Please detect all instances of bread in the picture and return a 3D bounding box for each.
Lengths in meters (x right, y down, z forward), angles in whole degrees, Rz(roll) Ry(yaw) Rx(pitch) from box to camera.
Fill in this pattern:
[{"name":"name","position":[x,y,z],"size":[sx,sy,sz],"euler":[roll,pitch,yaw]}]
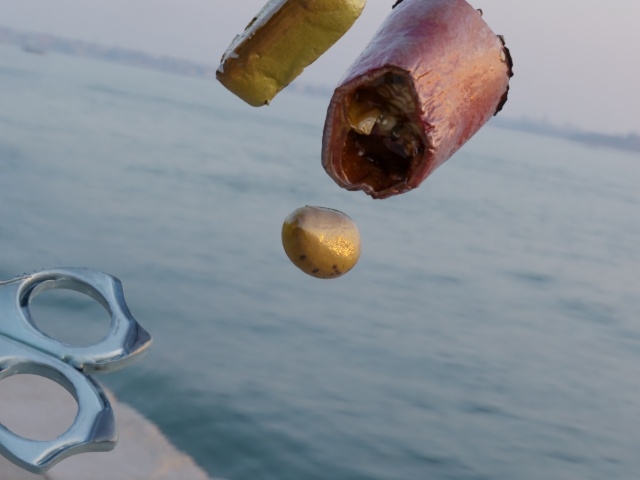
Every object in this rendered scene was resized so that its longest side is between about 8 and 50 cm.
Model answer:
[{"name":"bread","position":[-0.044,-0.290,1.864],"size":[0.094,0.245,0.102],"euler":[36,29,-26]}]

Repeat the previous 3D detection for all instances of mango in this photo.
[{"name":"mango","position":[0.000,0.000,1.469],"size":[0.057,0.079,0.114],"euler":[13,-12,41]}]

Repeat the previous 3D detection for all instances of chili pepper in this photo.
[{"name":"chili pepper","position":[0.150,-0.219,2.077],"size":[0.229,0.251,0.305],"euler":[25,42,10]}]

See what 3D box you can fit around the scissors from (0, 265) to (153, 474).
[{"name":"scissors","position":[-0.308,0.049,1.050],"size":[0.360,0.191,0.029],"euler":[25,-41,-9]}]
